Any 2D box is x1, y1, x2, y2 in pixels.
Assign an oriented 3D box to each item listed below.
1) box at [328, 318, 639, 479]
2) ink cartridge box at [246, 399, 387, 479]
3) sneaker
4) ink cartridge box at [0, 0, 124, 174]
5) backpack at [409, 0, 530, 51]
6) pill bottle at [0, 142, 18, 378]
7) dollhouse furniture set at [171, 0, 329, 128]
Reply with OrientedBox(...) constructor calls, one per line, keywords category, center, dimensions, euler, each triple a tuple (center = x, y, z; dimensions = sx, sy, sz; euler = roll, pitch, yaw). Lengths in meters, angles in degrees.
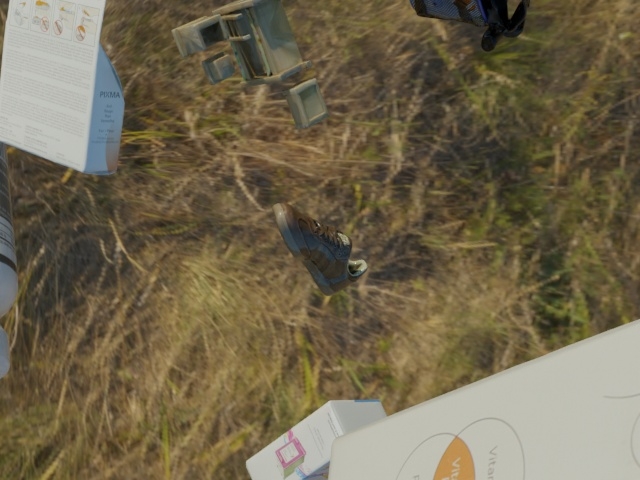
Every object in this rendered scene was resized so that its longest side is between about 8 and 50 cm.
OrientedBox(category="box", center=(0.152, 0.141, 0.298), dimensions=(0.168, 0.345, 0.215), euler=(24, 57, -25))
OrientedBox(category="ink cartridge box", center=(0.001, 0.207, 1.022), dimensions=(0.088, 0.122, 0.052), euler=(10, 48, -52))
OrientedBox(category="sneaker", center=(0.000, 0.000, 1.357), dimensions=(0.071, 0.066, 0.188), euler=(-28, 141, 6))
OrientedBox(category="ink cartridge box", center=(-0.239, -0.164, 0.973), dimensions=(0.045, 0.145, 0.179), euler=(-2, 108, -52))
OrientedBox(category="backpack", center=(0.143, -0.391, 1.103), dimensions=(0.213, 0.263, 0.276), euler=(14, 71, 22))
OrientedBox(category="pill bottle", center=(-0.504, 0.001, 1.351), dimensions=(0.210, 0.210, 0.363), euler=(-5, 66, -16))
OrientedBox(category="dollhouse furniture set", center=(-0.105, -0.214, 1.372), dimensions=(0.161, 0.101, 0.182), euler=(-32, 110, -35))
